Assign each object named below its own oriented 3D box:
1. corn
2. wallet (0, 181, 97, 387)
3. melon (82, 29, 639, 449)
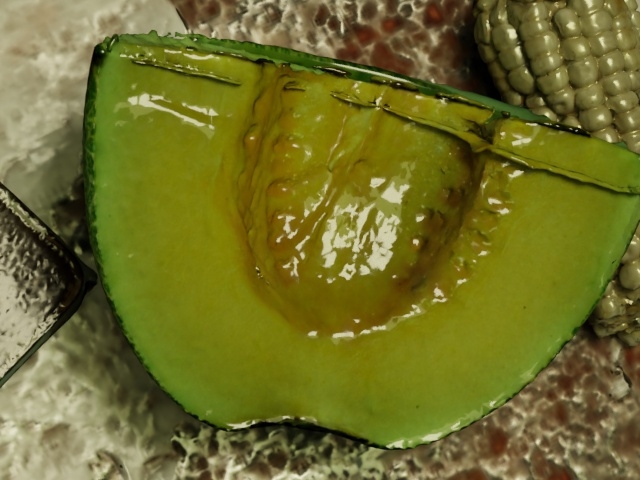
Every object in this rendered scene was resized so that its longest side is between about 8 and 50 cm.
[{"bbox_3d":[0.142,-0.050,0.849,0.087,0.087,0.211,-18,86,-18],"label":"corn"},{"bbox_3d":[-0.224,-0.020,0.769,0.232,0.031,0.122,45,68,-7],"label":"wallet"},{"bbox_3d":[0.000,0.000,0.790,0.265,0.129,0.169,11,101,-17],"label":"melon"}]
